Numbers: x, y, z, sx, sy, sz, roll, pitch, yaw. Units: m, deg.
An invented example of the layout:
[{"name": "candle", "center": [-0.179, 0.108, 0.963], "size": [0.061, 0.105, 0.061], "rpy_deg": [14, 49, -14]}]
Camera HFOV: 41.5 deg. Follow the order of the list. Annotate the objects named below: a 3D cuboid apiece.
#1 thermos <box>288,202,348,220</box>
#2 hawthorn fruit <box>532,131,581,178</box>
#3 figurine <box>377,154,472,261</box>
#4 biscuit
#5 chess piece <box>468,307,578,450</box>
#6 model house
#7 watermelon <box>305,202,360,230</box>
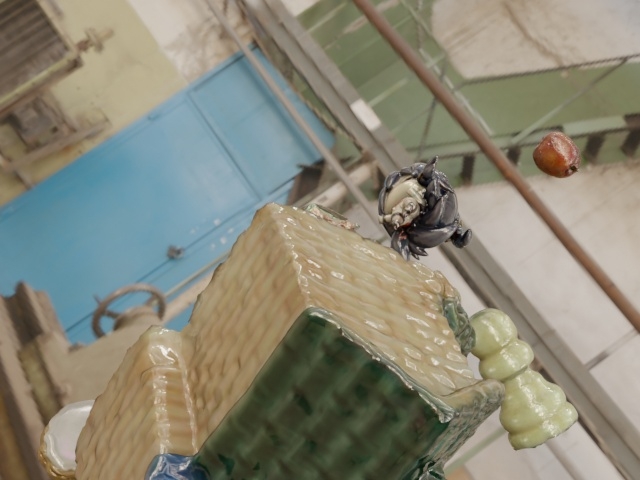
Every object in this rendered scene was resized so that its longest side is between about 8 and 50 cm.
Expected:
[{"name": "thermos", "center": [0.000, 0.000, 1.728], "size": [0.193, 0.137, 0.105], "rpy_deg": [29, -11, -25]}, {"name": "hawthorn fruit", "center": [0.385, -0.137, 1.368], "size": [0.077, 0.077, 0.077], "rpy_deg": [54, -5, 7]}, {"name": "figurine", "center": [0.194, -0.051, 1.653], "size": [0.197, 0.175, 0.265], "rpy_deg": [56, 21, -29]}, {"name": "biscuit", "center": [-0.356, 0.339, 1.404], "size": [0.208, 0.049, 0.181], "rpy_deg": [21, 30, -13]}, {"name": "chess piece", "center": [0.340, 0.233, 1.496], "size": [0.243, 0.133, 0.133], "rpy_deg": [62, -5, 4]}, {"name": "model house", "center": [-0.010, 0.260, 0.895], "size": [0.395, 0.445, 0.400], "rpy_deg": [28, 19, -22]}, {"name": "watermelon", "center": [-0.007, -0.010, 1.599], "size": [0.101, 0.155, 0.080], "rpy_deg": [46, -7, -4]}]
